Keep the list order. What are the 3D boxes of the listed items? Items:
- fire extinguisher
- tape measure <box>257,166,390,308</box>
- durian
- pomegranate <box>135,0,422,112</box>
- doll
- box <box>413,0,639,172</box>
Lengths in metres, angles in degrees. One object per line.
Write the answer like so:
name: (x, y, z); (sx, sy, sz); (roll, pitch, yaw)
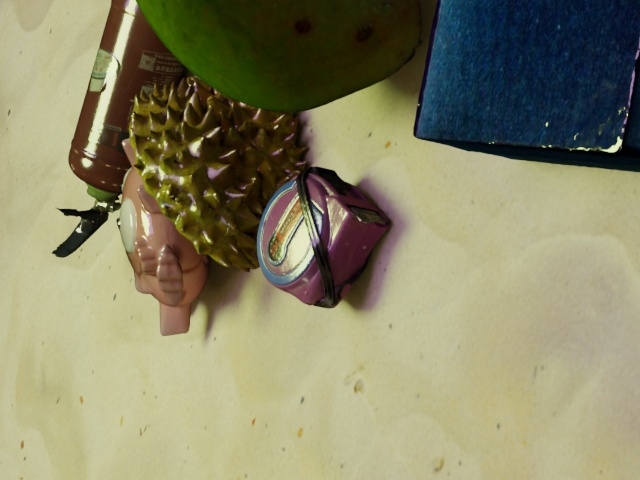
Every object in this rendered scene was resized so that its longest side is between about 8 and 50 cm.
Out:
fire extinguisher: (-0.233, -0.143, 2.102); (0.102, 0.138, 0.344); (23, 103, 21)
tape measure: (0.000, 0.000, 1.705); (0.118, 0.074, 0.125); (-60, 39, 21)
durian: (-0.111, -0.093, 1.859); (0.260, 0.186, 0.153); (56, 135, 35)
pomegranate: (-0.069, -0.239, 1.684); (0.309, 0.216, 0.358); (57, 162, 13)
doll: (-0.164, -0.006, 1.937); (0.262, 0.093, 0.211); (-107, 8, -65)
box: (0.201, -0.187, 1.361); (0.279, 0.116, 0.261); (12, 93, 60)
